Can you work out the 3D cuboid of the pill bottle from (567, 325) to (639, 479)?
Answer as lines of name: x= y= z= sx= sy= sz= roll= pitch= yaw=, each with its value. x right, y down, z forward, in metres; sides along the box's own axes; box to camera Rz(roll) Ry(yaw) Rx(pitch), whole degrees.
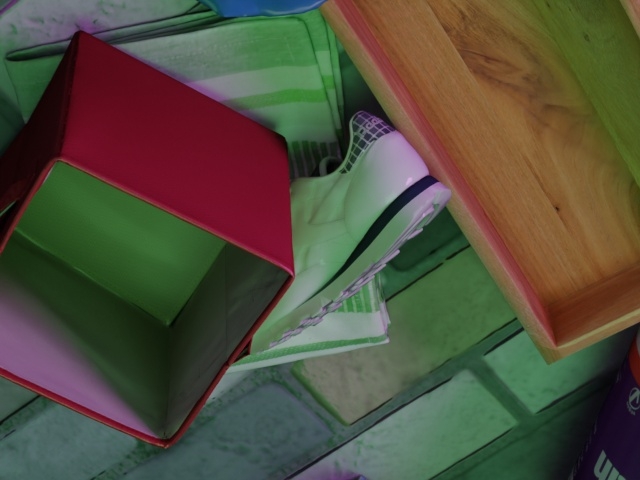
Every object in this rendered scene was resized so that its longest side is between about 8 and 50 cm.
pill bottle: x=0.306 y=0.212 z=1.599 sx=0.181 sy=0.181 sz=0.323 roll=11 pitch=122 yaw=-12

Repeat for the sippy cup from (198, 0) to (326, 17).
sippy cup: x=-0.041 y=-0.262 z=1.224 sx=0.240 sy=0.224 sz=0.305 roll=34 pitch=115 yaw=-24

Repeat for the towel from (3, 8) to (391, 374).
towel: x=-0.085 y=-0.028 z=1.490 sx=0.248 sy=0.038 sz=0.325 roll=-12 pitch=124 yaw=4

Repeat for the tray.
tray: x=0.170 y=-0.105 z=1.440 sx=0.203 sy=0.076 sz=0.411 roll=-27 pitch=121 yaw=13

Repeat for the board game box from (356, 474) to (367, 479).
board game box: x=0.084 y=0.365 z=1.648 sx=0.275 sy=0.144 sz=0.142 roll=39 pitch=115 yaw=0

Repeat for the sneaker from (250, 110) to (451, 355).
sneaker: x=0.000 y=0.000 z=1.453 sx=0.095 sy=0.090 sz=0.235 roll=48 pitch=123 yaw=5

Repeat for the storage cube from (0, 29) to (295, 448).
storage cube: x=-0.143 y=-0.001 z=1.371 sx=0.215 sy=0.193 sz=0.183 roll=26 pitch=118 yaw=-19
